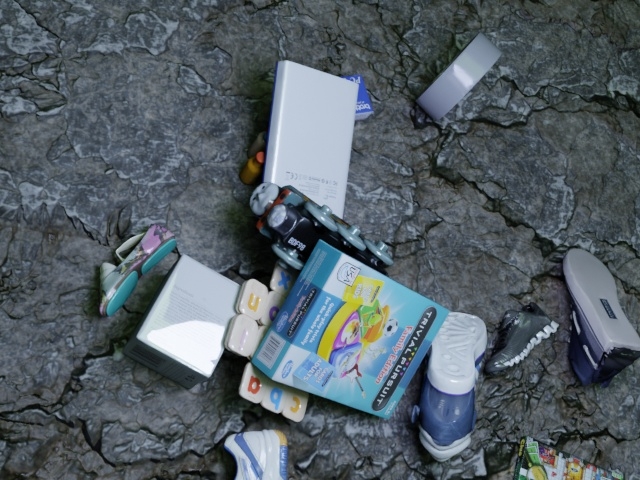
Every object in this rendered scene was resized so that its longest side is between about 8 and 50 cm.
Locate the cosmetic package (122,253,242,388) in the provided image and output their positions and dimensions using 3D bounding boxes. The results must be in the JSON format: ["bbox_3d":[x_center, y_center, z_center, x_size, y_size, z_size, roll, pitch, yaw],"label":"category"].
[{"bbox_3d":[-0.248,0.153,1.538,0.151,0.151,0.183,31,64,-11],"label":"cosmetic package"}]

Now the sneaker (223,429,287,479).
[{"bbox_3d":[-0.127,0.497,1.509,0.131,0.112,0.296,1,69,-4],"label":"sneaker"}]

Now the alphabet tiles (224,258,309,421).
[{"bbox_3d":[-0.062,0.188,1.571,0.284,0.021,0.277,35,59,-40],"label":"alphabet tiles"}]

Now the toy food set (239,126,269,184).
[{"bbox_3d":[-0.064,-0.204,1.768,0.232,0.104,0.111,-15,78,-26],"label":"toy food set"}]

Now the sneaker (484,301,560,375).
[{"bbox_3d":[0.428,0.213,1.844,0.234,0.078,0.106,-30,82,-32],"label":"sneaker"}]

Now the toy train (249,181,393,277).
[{"bbox_3d":[0.000,0.000,1.611,0.334,0.190,0.142,32,100,-42],"label":"toy train"}]

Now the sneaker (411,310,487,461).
[{"bbox_3d":[0.266,0.311,1.726,0.130,0.236,0.323,9,23,9],"label":"sneaker"}]

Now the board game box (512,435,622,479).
[{"bbox_3d":[0.537,0.534,1.800,0.260,0.030,0.136,24,66,-13],"label":"board game box"}]

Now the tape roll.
[{"bbox_3d":[0.319,-0.380,1.926,0.072,0.219,0.219,43,61,-3],"label":"tape roll"}]

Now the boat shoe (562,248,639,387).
[{"bbox_3d":[0.613,0.180,1.916,0.127,0.158,0.340,13,39,-13],"label":"boat shoe"}]

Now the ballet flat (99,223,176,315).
[{"bbox_3d":[-0.366,0.050,1.579,0.079,0.077,0.221,30,56,11],"label":"ballet flat"}]

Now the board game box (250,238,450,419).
[{"bbox_3d":[0.067,0.178,1.561,0.336,0.079,0.253,28,92,-41],"label":"board game box"}]

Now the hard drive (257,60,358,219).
[{"bbox_3d":[-0.022,-0.191,1.724,0.210,0.040,0.318,8,88,-42],"label":"hard drive"}]

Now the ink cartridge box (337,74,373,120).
[{"bbox_3d":[0.009,-0.314,1.872,0.207,0.046,0.097,-12,78,-26],"label":"ink cartridge box"}]
